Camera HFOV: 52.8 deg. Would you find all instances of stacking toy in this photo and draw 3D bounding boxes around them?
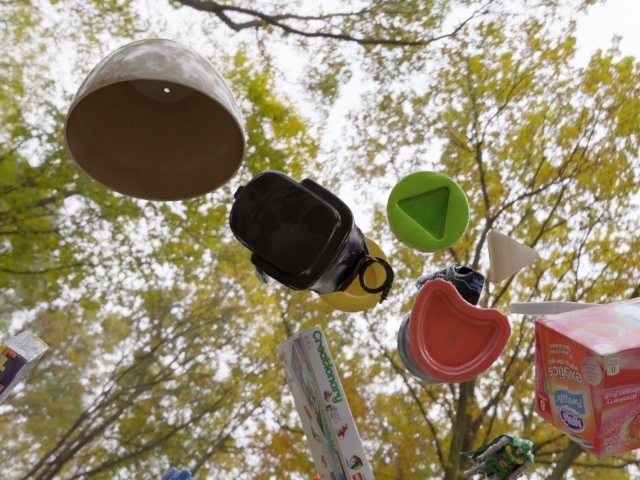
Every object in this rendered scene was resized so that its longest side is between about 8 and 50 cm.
[{"bbox_3d":[0.163,0.061,1.033,0.309,0.279,0.130,38,-14,5],"label":"stacking toy"}]

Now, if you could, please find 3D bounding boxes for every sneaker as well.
[{"bbox_3d":[0.271,0.089,1.335,0.081,0.232,0.090,26,-89,-16],"label":"sneaker"}]

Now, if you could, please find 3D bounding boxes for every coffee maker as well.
[{"bbox_3d":[0.000,0.000,0.715,0.171,0.178,0.120,11,-94,8],"label":"coffee maker"}]

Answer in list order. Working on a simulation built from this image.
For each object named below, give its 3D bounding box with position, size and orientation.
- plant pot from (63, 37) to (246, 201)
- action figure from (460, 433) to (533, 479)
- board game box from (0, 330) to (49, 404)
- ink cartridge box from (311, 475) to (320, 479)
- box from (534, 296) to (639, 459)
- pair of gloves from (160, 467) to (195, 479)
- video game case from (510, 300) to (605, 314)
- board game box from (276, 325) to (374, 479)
[{"bbox_3d":[-0.268,-0.226,1.087,0.284,0.191,0.284,-3,-35,-2],"label":"plant pot"},{"bbox_3d":[0.377,0.465,1.348,0.137,0.063,0.232,42,-37,18],"label":"action figure"},{"bbox_3d":[-0.483,0.219,0.941,0.048,0.170,0.141,40,-7,-10],"label":"board game box"},{"bbox_3d":[0.012,0.545,1.347,0.115,0.062,0.029,43,-42,26],"label":"ink cartridge box"},{"bbox_3d":[0.466,0.175,0.906,0.142,0.299,0.154,-146,-131,-68],"label":"box"},{"bbox_3d":[-0.190,0.373,0.819,0.198,0.159,0.023,-3,-45,46],"label":"pair of gloves"},{"bbox_3d":[0.515,0.131,1.157,0.285,0.204,0.025,5,-97,-5],"label":"video game case"},{"bbox_3d":[0.001,0.337,1.298,0.305,0.053,0.193,71,-22,10],"label":"board game box"}]
